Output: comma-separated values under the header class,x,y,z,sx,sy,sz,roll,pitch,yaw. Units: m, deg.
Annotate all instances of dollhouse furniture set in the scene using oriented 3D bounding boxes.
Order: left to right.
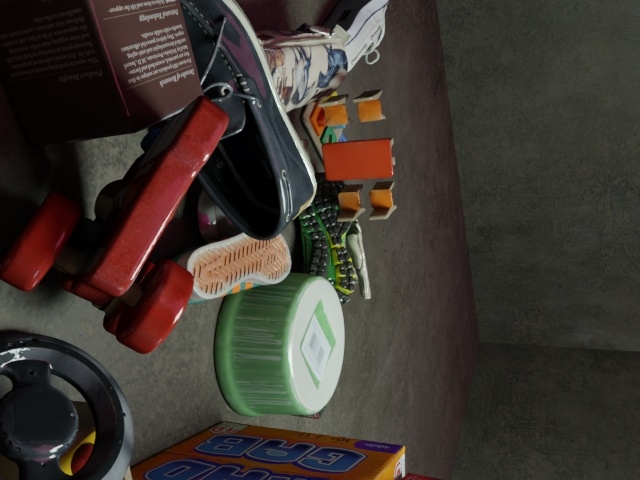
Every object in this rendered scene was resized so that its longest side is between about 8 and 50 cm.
class,x,y,z,sx,sy,sz,roll,pitch,yaw
dollhouse furniture set,0.028,-0.168,1.284,0.135,0.259,0.262,-45,129,-61

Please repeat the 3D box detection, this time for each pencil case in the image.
class,x,y,z,sx,sy,sz,roll,pitch,yaw
pencil case,-0.086,-0.327,1.141,0.184,0.160,0.410,-58,171,29

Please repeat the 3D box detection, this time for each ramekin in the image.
class,x,y,z,sx,sy,sz,roll,pitch,yaw
ramekin,-0.065,0.204,1.206,0.303,0.148,0.304,0,90,-66

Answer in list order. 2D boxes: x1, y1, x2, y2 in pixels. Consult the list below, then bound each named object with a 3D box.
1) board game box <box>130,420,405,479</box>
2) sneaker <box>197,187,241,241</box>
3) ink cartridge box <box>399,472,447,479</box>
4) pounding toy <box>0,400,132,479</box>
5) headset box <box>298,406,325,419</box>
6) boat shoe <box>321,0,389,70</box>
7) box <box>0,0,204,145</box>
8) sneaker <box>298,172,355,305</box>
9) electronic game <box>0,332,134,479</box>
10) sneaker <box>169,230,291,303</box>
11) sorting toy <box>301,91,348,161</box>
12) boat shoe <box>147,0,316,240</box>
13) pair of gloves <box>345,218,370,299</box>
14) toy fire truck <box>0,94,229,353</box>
class,x,y,z,sx,sy,sz,roll,pitch,yaw
board game box,-0.091,0.511,0.894,0.356,0.356,0.357,-1,90,-66
sneaker,-0.132,-0.060,1.109,0.252,0.111,0.103,-29,116,-62
ink cartridge box,0.228,0.419,0.796,0.226,0.306,0.131,19,73,-65
pounding toy,-0.326,0.271,0.698,0.206,0.094,0.181,-33,119,-62
headset box,-0.024,0.371,1.371,0.062,0.083,0.032,-57,140,-49
boat shoe,0.108,-0.553,1.621,0.367,0.135,0.157,-63,143,-41
box,-0.274,-0.242,0.731,0.167,0.168,0.203,-51,135,-55
sneaker,0.000,0.000,1.426,0.146,0.134,0.344,127,-35,-69
electronic game,-0.312,0.201,0.657,0.229,0.048,0.229,33,30,-23
sneaker,-0.166,0.042,1.022,0.302,0.121,0.108,-11,89,-60
sorting toy,0.021,-0.309,1.528,0.348,0.047,0.196,59,39,-48
boat shoe,-0.164,-0.204,0.894,0.500,0.186,0.156,59,34,-31
pair of gloves,0.077,0.032,1.542,0.240,0.042,0.204,-127,-152,-75
toy fire truck,-0.217,-0.028,0.690,0.169,0.302,0.254,35,74,-21
